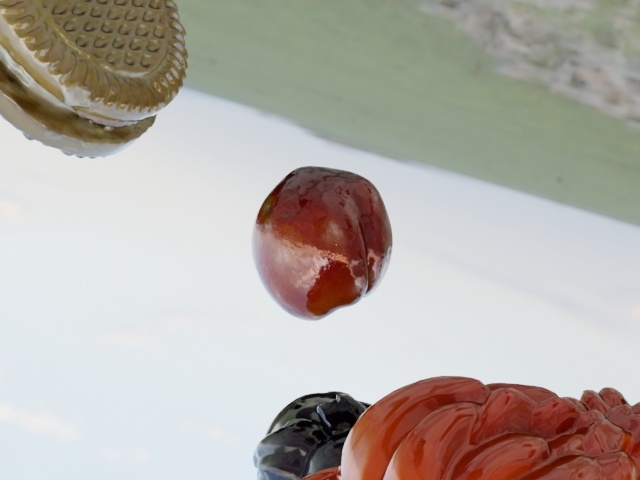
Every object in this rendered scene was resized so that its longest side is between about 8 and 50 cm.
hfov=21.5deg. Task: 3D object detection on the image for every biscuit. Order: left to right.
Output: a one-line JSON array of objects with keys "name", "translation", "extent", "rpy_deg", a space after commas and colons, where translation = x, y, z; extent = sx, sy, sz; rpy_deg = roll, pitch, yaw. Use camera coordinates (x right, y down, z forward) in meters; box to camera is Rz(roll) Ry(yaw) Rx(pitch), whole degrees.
[{"name": "biscuit", "translation": [-0.217, -0.192, 1.421], "extent": [0.079, 0.259, 0.259], "rpy_deg": [-31, 154, 31]}]

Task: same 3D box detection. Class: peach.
[{"name": "peach", "translation": [-0.001, -0.001, 1.138], "extent": [0.100, 0.101, 0.101], "rpy_deg": [16, -177, -1]}]

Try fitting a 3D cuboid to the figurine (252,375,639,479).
[{"name": "figurine", "translation": [0.100, 0.177, 0.985], "extent": [0.306, 0.241, 0.412], "rpy_deg": [28, -176, -14]}]
